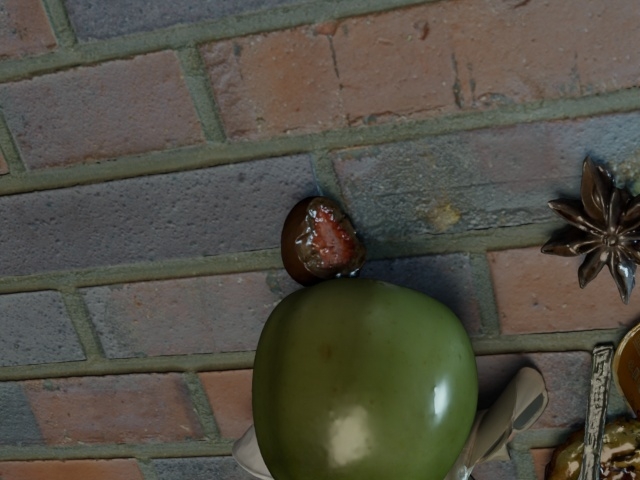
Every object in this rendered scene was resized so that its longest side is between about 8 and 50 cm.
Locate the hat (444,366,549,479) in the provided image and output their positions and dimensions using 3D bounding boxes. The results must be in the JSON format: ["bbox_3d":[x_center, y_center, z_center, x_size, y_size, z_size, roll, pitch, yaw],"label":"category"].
[{"bbox_3d":[0.246,0.292,1.484,0.164,0.219,0.226,17,103,28],"label":"hat"}]

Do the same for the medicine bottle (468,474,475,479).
[{"bbox_3d":[0.156,0.532,1.538,0.190,0.332,0.190,7,120,12],"label":"medicine bottle"}]

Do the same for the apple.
[{"bbox_3d":[0.064,0.227,1.371,0.357,0.357,0.357,7,120,12],"label":"apple"}]

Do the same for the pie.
[{"bbox_3d":[0.503,0.420,1.522,0.308,0.085,0.308,9,118,18],"label":"pie"}]

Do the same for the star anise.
[{"bbox_3d":[0.425,-0.007,1.303,0.231,0.089,0.209,40,133,-2],"label":"star anise"}]

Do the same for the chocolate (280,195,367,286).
[{"bbox_3d":[0.000,0.000,1.413,0.127,0.124,0.133,-10,81,21],"label":"chocolate"}]

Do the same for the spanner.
[{"bbox_3d":[0.429,0.318,1.460,0.093,0.026,0.325,7,100,22],"label":"spanner"}]

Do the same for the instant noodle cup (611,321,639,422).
[{"bbox_3d":[0.543,0.224,1.339,0.215,0.172,0.216,2,115,5],"label":"instant noodle cup"}]

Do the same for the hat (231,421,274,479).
[{"bbox_3d":[-0.045,0.317,1.583,0.203,0.203,0.126,9,105,10],"label":"hat"}]
